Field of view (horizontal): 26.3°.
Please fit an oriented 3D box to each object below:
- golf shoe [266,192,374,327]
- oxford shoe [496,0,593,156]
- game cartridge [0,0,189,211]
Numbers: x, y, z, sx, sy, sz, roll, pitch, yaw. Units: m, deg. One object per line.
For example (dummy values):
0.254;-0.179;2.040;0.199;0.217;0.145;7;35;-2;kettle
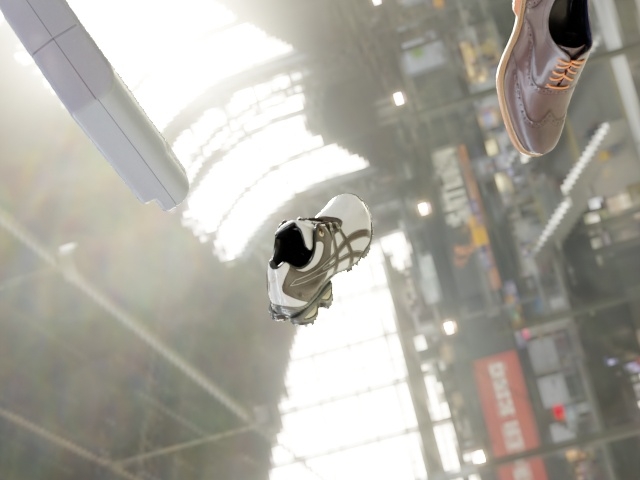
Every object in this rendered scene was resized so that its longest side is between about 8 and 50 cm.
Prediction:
0.000;0.000;1.486;0.198;0.077;0.094;-62;-35;-42;golf shoe
0.287;-0.224;1.728;0.098;0.097;0.271;-130;34;-58;oxford shoe
-0.224;-0.173;1.186;0.297;0.062;0.198;53;173;33;game cartridge
